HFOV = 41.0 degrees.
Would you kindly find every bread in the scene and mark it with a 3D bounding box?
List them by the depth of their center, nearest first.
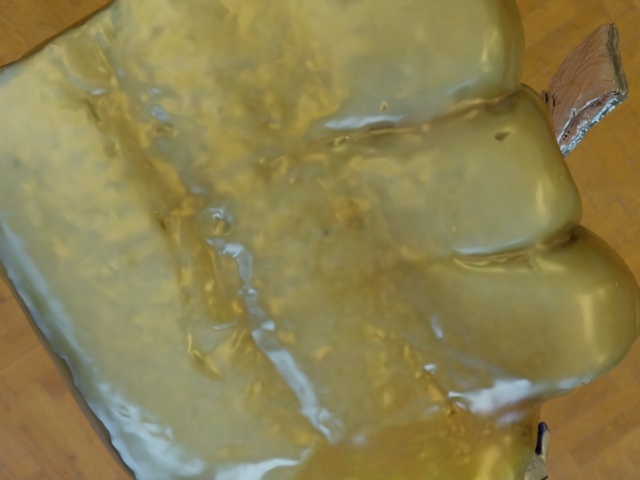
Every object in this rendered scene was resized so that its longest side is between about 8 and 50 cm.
[{"bbox_3d":[0.000,0.000,0.482,0.301,0.210,0.341,-29,99,12],"label":"bread"}]

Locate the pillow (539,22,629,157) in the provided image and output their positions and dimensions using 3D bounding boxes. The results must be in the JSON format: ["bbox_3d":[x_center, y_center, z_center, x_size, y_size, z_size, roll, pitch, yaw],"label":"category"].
[{"bbox_3d":[0.279,-0.143,1.012,0.043,0.126,0.232,19,142,-9],"label":"pillow"}]

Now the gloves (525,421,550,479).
[{"bbox_3d":[0.185,0.187,0.798,0.064,0.026,0.086,-24,87,-26],"label":"gloves"}]
